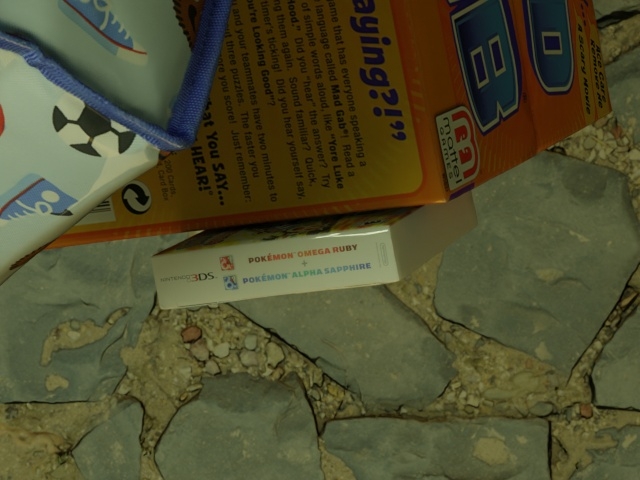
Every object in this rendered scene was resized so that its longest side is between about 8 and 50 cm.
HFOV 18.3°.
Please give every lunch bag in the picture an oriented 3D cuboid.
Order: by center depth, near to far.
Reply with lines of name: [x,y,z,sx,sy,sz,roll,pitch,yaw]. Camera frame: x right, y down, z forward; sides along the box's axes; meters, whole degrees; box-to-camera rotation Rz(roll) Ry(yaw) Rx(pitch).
lunch bag: [-0.198,-0.165,1.233,0.239,0.385,0.328,32,136,-26]

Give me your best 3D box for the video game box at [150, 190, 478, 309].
video game box: [0.000,0.000,1.477,0.187,0.048,0.205,-10,-172,21]

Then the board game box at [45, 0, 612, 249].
board game box: [-0.020,-0.219,1.567,0.356,0.357,0.356,-6,-170,29]
